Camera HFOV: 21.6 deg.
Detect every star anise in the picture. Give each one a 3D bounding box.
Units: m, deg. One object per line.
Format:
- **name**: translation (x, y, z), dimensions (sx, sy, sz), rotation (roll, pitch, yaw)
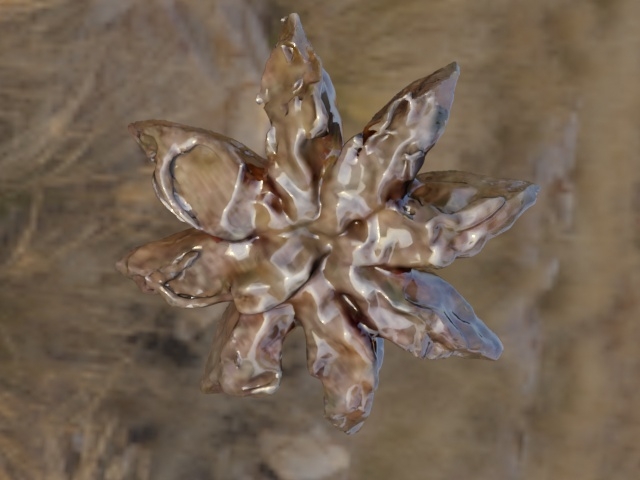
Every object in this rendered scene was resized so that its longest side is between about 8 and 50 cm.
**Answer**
- **star anise**: translation (0.001, 0.002, 1.239), dimensions (0.117, 0.331, 0.332), rotation (-69, 156, -67)
